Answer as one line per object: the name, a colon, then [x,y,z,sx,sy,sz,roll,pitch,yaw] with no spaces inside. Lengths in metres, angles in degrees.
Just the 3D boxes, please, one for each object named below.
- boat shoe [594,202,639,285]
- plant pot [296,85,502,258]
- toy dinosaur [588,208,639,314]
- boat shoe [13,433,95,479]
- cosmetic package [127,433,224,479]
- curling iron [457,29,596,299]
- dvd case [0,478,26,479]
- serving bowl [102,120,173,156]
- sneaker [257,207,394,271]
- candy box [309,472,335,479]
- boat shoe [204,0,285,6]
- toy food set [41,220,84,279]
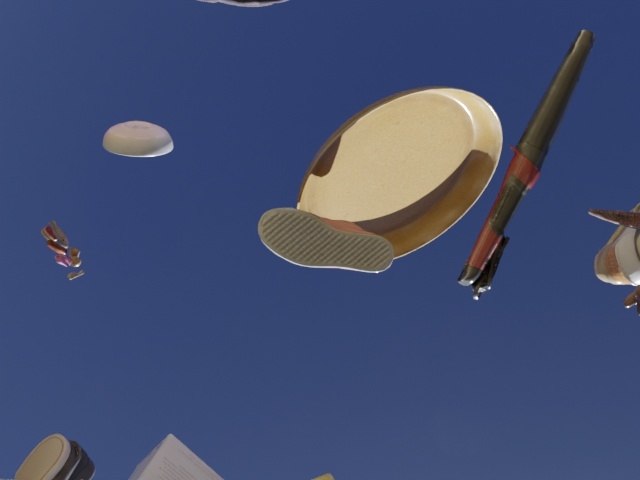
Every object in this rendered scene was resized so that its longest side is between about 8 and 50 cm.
boat shoe: [0.489,-0.025,0.950,0.103,0.302,0.113,-28,-93,53]
plant pot: [0.079,-0.066,0.703,0.236,0.236,0.032,-35,-128,6]
toy dinosaur: [0.396,0.051,0.620,0.127,0.200,0.295,-37,-99,-3]
boat shoe: [-0.496,0.468,1.065,0.112,0.095,0.335,17,-120,47]
cosmetic package: [-0.192,0.338,0.757,0.117,0.231,0.085,43,-69,-3]
curling iron: [0.195,-0.072,0.650,0.035,0.068,0.274,22,-81,10]
dvd case: [-0.337,0.324,0.736,0.013,0.087,0.119,7,-100,51]
serving bowl: [-0.221,-0.127,0.815,0.083,0.083,0.027,21,-62,27]
sneaker: [0.000,0.000,0.662,0.134,0.070,0.051,14,-86,-13]
candy box: [-0.098,0.244,0.259,0.317,0.087,0.183,-15,-120,-28]
boat shoe: [-0.123,-0.299,0.689,0.092,0.285,0.102,28,-69,29]
toy food set: [-0.503,0.015,1.312,0.019,0.078,0.122,-31,-86,14]
